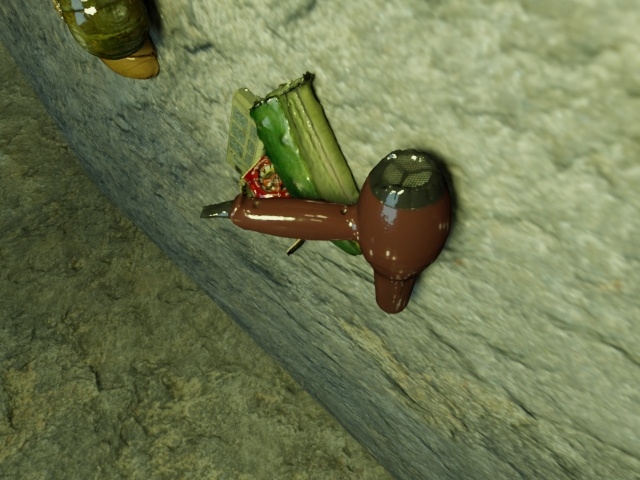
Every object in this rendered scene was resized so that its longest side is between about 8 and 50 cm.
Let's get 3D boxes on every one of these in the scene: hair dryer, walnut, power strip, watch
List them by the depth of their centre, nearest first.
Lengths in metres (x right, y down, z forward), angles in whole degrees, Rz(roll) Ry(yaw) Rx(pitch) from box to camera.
[{"bbox_3d":[0.000,0.000,0.593,0.340,0.123,0.313,5,144,3],"label":"hair dryer"},{"bbox_3d":[-0.147,-0.188,0.821,0.092,0.034,0.268,46,155,4],"label":"power strip"},{"bbox_3d":[-0.091,-0.063,0.848,0.164,0.102,0.268,37,157,3],"label":"watch"},{"bbox_3d":[-0.457,-0.433,0.914,0.211,0.087,0.167,32,154,31],"label":"walnut"}]

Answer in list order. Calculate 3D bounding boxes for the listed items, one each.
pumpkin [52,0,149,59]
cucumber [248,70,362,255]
[{"bbox_3d":[-0.394,-0.439,0.725,0.224,0.157,0.224,53,163,24],"label":"pumpkin"},{"bbox_3d":[-0.008,-0.092,0.666,0.145,0.105,0.326,10,138,52],"label":"cucumber"}]
